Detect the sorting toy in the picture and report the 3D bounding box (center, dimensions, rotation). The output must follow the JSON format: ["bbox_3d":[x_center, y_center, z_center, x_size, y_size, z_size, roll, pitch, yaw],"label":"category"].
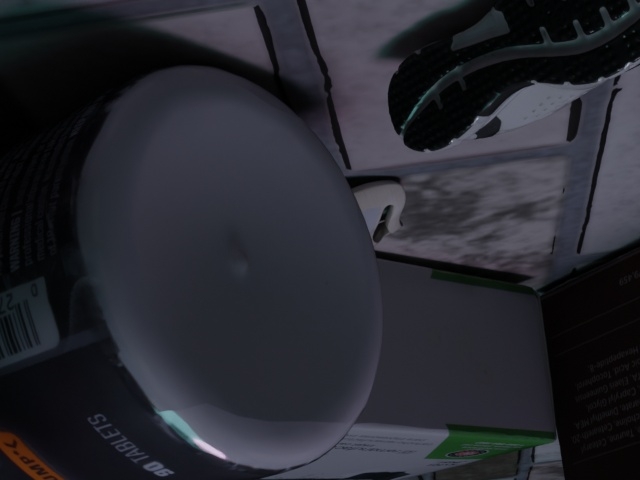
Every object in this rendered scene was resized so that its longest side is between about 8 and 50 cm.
[{"bbox_3d":[0.000,0.000,0.543,0.075,0.044,0.083,-25,162,-5],"label":"sorting toy"}]

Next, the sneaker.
[{"bbox_3d":[0.069,-0.059,0.392,0.044,0.040,0.109,-11,173,-43],"label":"sneaker"}]

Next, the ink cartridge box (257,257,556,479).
[{"bbox_3d":[-0.005,0.083,0.694,0.153,0.086,0.208,10,156,-38],"label":"ink cartridge box"}]

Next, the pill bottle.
[{"bbox_3d":[-0.108,0.039,0.466,0.246,0.130,0.130,-21,156,38],"label":"pill bottle"}]

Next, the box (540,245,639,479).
[{"bbox_3d":[0.233,0.102,0.649,0.169,0.203,0.167,5,159,-28],"label":"box"}]
